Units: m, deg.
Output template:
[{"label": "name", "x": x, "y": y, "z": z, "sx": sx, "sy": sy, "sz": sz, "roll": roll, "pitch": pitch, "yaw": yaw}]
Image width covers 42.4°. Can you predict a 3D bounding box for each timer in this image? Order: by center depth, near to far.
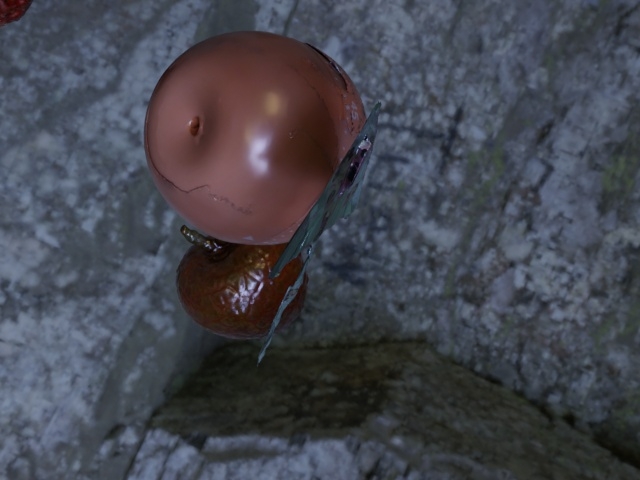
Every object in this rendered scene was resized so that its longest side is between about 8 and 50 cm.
[{"label": "timer", "x": -0.066, "y": -0.108, "z": 0.889, "sx": 0.214, "sy": 0.229, "sz": 0.230, "roll": 4, "pitch": 112, "yaw": -52}]

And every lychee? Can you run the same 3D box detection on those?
[{"label": "lychee", "x": -0.159, "y": 0.066, "z": 1.607, "sx": 0.300, "sy": 0.255, "sz": 0.255, "roll": 61, "pitch": 32, "yaw": -22}]

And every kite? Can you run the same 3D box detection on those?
[{"label": "kite", "x": -0.001, "y": -0.001, "z": 0.679, "sx": 0.250, "sy": 0.012, "sz": 0.229, "roll": -63, "pitch": 170, "yaw": 20}]

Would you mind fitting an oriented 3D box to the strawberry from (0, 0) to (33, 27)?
[{"label": "strawberry", "x": -0.606, "y": -0.479, "z": 1.283, "sx": 0.317, "sy": 0.345, "sz": 0.295, "roll": -28, "pitch": -160, "yaw": 18}]
